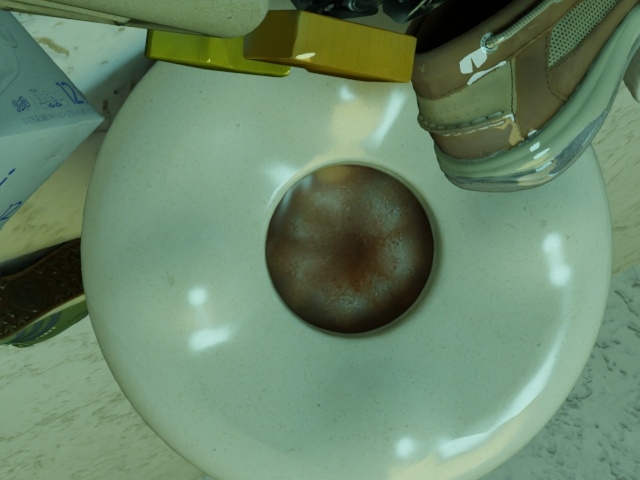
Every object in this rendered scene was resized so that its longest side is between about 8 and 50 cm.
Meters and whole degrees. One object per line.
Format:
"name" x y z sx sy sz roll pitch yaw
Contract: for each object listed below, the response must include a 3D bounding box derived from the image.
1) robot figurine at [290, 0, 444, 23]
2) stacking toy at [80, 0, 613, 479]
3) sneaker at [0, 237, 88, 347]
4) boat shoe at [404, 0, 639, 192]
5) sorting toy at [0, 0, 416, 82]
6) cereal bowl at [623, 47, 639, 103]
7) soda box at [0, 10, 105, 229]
"robot figurine" 0.104 -0.186 0.556 0.291 0.085 0.211 -23 162 -20
"stacking toy" 0.000 0.000 1.116 0.351 0.350 0.480 -28 -176 -5
"sneaker" -0.254 0.064 1.134 0.192 0.064 0.086 -23 159 -34
"boat shoe" 0.148 -0.177 0.833 0.123 0.116 0.324 -2 -132 43
"sorting toy" -0.126 -0.102 0.512 0.307 0.041 0.229 6 -178 -40
"cereal bowl" 0.353 -0.250 1.070 0.339 0.141 0.339 -26 164 -8
"soda box" -0.216 -0.047 0.652 0.098 0.091 0.286 -43 175 19
